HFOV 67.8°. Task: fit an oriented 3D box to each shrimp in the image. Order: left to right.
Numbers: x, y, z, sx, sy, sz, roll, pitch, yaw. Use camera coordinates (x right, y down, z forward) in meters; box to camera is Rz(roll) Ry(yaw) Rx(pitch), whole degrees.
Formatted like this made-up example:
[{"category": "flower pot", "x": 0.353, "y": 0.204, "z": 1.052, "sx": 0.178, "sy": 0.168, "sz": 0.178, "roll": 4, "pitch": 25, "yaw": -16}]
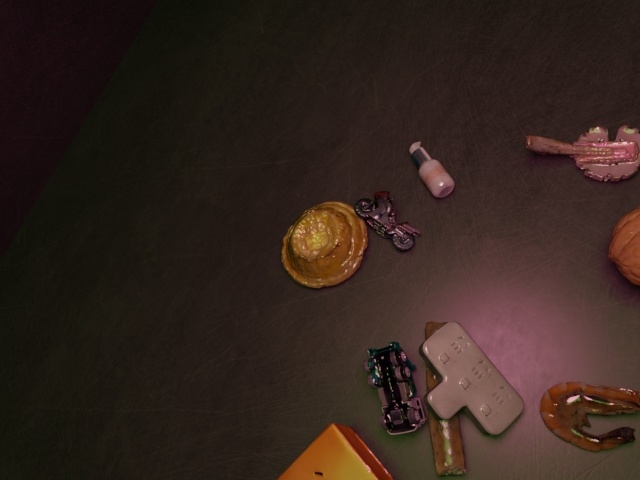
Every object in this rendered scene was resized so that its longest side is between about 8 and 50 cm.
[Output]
[{"category": "shrimp", "x": 0.633, "y": 0.400, "z": 1.071, "sx": 0.254, "sy": 0.059, "sz": 0.146, "roll": 3, "pitch": 74, "yaw": 24}]

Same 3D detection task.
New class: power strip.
[{"category": "power strip", "x": 0.337, "y": 0.348, "z": 1.146, "sx": 0.193, "sy": 0.059, "sz": 0.265, "roll": -33, "pitch": 75, "yaw": -19}]

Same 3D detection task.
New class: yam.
[{"category": "yam", "x": 0.306, "y": 0.389, "z": 1.200, "sx": 0.083, "sy": 0.083, "sz": 0.372, "roll": -9, "pitch": 65, "yaw": 19}]

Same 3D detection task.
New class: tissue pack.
[{"category": "tissue pack", "x": 0.014, "y": 0.624, "z": 1.185, "sx": 0.274, "sy": 0.145, "sz": 0.194, "roll": -45, "pitch": 62, "yaw": -1}]

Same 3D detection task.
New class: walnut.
[{"category": "walnut", "x": 0.798, "y": 0.008, "z": 1.077, "sx": 0.260, "sy": 0.225, "sz": 0.225, "roll": -17, "pitch": 63, "yaw": 29}]

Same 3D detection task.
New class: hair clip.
[{"category": "hair clip", "x": 0.707, "y": -0.244, "z": 1.290, "sx": 0.300, "sy": 0.069, "sz": 0.173, "roll": 8, "pitch": 74, "yaw": 14}]

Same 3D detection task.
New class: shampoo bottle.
[{"category": "shampoo bottle", "x": 0.325, "y": -0.216, "z": 1.432, "sx": 0.074, "sy": 0.074, "sz": 0.192, "roll": -33, "pitch": 62, "yaw": 7}]

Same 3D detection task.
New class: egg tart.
[{"category": "egg tart", "x": 0.000, "y": 0.000, "z": 1.458, "sx": 0.290, "sy": 0.115, "sz": 0.291, "roll": -9, "pitch": 65, "yaw": 19}]

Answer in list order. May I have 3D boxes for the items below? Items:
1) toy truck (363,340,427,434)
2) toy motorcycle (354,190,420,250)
[{"category": "toy truck", "x": 0.201, "y": 0.373, "z": 1.222, "sx": 0.110, "sy": 0.116, "sz": 0.216, "roll": -26, "pitch": 69, "yaw": 31}, {"category": "toy motorcycle", "x": 0.207, "y": -0.066, "z": 1.419, "sx": 0.213, "sy": 0.082, "sz": 0.122, "roll": 42, "pitch": 77, "yaw": 15}]
